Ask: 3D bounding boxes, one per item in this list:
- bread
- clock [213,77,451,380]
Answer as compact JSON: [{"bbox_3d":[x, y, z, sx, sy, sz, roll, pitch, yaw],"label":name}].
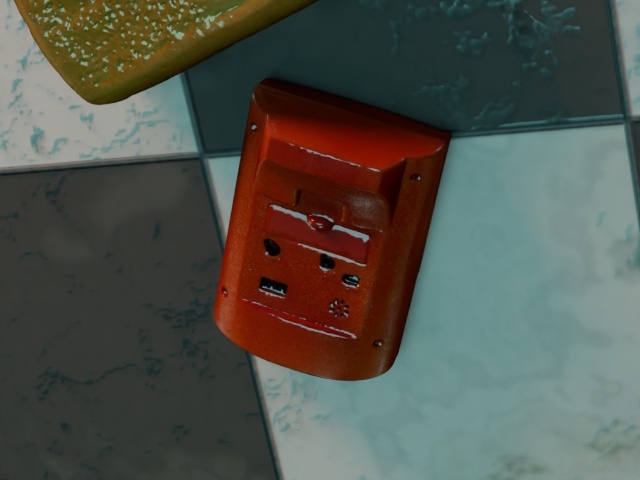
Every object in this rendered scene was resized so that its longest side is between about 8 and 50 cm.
[{"bbox_3d":[-0.071,-0.156,0.960,0.200,0.077,0.116,-24,103,26],"label":"bread"},{"bbox_3d":[0.000,0.000,1.019,0.113,0.061,0.155,17,121,11],"label":"clock"}]
